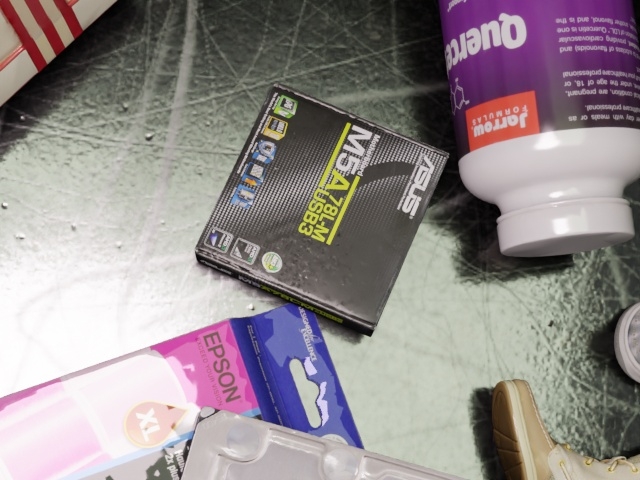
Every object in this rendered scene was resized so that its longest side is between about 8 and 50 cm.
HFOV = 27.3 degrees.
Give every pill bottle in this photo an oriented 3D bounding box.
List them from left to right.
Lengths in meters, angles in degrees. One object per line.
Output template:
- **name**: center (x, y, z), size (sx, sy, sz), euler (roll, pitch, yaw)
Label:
- **pill bottle**: center (0.210, -0.154, 1.238), size (0.181, 0.181, 0.323), euler (-4, 80, -9)

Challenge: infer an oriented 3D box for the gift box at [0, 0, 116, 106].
- **gift box**: center (-0.328, -0.293, 1.158), size (0.255, 0.258, 0.276), euler (-40, 68, -11)

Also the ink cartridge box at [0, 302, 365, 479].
- **ink cartridge box**: center (-0.150, 0.187, 1.190), size (0.371, 0.069, 0.175), euler (-19, 83, -13)

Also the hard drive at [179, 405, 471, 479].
- **hard drive**: center (0.029, 0.296, 1.106), size (0.339, 0.064, 0.237), euler (17, 67, -2)

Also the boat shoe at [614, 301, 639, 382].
- **boat shoe**: center (0.448, 0.117, 1.261), size (0.320, 0.103, 0.118), euler (14, 78, -5)

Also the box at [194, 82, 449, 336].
- **box**: center (0.002, -0.031, 1.244), size (0.184, 0.045, 0.190), euler (23, 74, 6)

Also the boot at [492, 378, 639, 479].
- **boot**: center (0.261, 0.211, 1.229), size (0.165, 0.077, 0.213), euler (-19, 88, -7)
